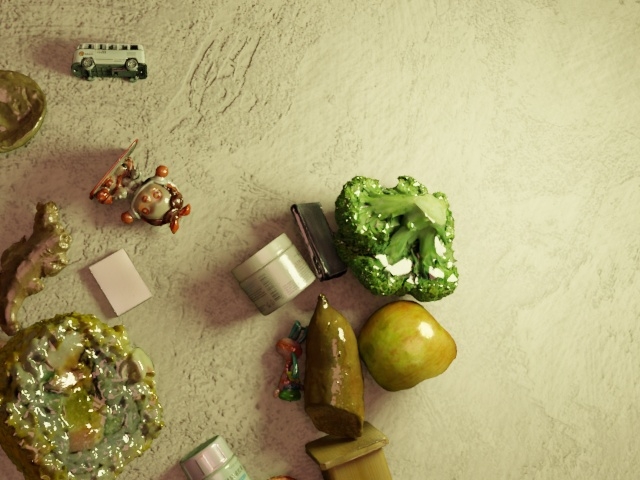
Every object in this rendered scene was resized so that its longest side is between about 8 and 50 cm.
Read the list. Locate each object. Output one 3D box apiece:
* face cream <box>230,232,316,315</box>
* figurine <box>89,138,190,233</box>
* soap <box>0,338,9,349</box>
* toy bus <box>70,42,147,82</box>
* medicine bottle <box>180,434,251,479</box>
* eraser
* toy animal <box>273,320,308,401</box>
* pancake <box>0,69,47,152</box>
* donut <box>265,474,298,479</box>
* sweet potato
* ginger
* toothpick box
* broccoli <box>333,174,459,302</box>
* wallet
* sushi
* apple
[{"bbox_3d":[-0.121,0.089,1.817,0.177,0.177,0.153,-38,94,-15],"label":"face cream"},{"bbox_3d":[-0.445,-0.112,1.795,0.226,0.160,0.183,40,77,-13],"label":"figurine"},{"bbox_3d":[-0.843,0.298,1.625,0.274,0.089,0.174,21,72,-26],"label":"soap"},{"bbox_3d":[-0.559,-0.476,1.845,0.193,0.087,0.089,-3,76,-13],"label":"toy bus"},{"bbox_3d":[-0.258,0.590,1.738,0.135,0.135,0.168,-32,87,-15],"label":"medicine bottle"},{"bbox_3d":[-0.516,0.107,1.802,0.103,0.023,0.150,-31,90,-15],"label":"eraser"},{"bbox_3d":[-0.071,0.318,1.836,0.100,0.103,0.208,18,75,-19],"label":"toy animal"},{"bbox_3d":[-0.826,-0.330,1.781,0.241,0.050,0.242,2,74,-8],"label":"pancake"},{"bbox_3d":[-0.099,0.691,1.792,0.190,0.074,0.174,18,77,-14],"label":"donut"},{"bbox_3d":[0.034,0.323,1.802,0.157,0.158,0.370,2,77,-13],"label":"sweet potato"},{"bbox_3d":[-0.730,0.060,1.735,0.166,0.080,0.333,29,83,8],"label":"ginger"},{"bbox_3d":[0.108,0.659,1.795,0.187,0.190,0.308,-18,92,-15],"label":"toothpick box"},{"bbox_3d":[0.211,-0.014,1.853,0.413,0.321,0.310,45,104,-5],"label":"broccoli"},{"bbox_3d":[-0.002,0.001,1.875,0.036,0.167,0.222,-25,86,23],"label":"wallet"},{"bbox_3d":[-0.567,0.364,1.605,0.351,0.240,0.397,-36,104,-35],"label":"sushi"},{"bbox_3d":[0.220,0.287,1.840,0.226,0.246,0.246,-40,92,-7],"label":"apple"}]
